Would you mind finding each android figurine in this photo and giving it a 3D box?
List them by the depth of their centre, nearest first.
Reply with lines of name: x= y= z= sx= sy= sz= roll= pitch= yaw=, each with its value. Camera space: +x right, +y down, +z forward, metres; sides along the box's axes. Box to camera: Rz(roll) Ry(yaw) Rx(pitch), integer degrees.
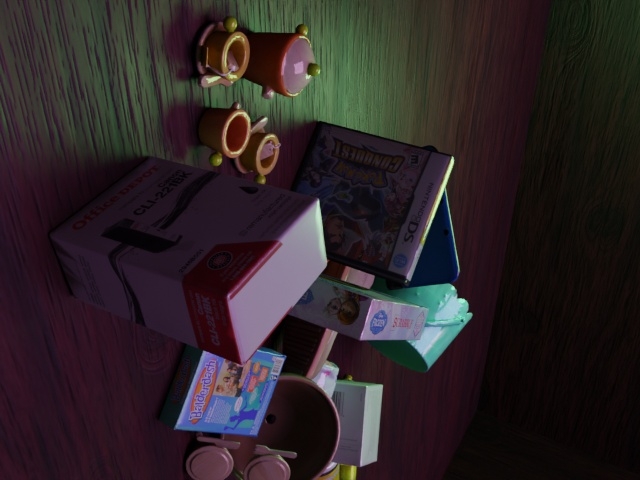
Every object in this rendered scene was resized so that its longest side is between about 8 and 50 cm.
android figurine: x=0.074 y=0.495 z=1.890 sx=0.248 sy=0.056 sz=0.272 roll=58 pitch=33 yaw=-82

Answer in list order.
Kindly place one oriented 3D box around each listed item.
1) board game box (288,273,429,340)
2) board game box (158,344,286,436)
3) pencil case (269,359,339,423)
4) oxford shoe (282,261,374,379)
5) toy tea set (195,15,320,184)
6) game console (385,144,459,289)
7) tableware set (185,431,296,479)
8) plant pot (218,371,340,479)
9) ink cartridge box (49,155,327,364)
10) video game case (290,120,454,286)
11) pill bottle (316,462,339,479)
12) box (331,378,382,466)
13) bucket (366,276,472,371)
board game box: x=-0.012 y=0.088 z=1.193 sx=0.318 sy=0.319 sz=0.066 roll=18 pitch=89 yaw=-67
board game box: x=-0.166 y=0.255 z=1.249 sx=0.210 sy=0.047 sz=0.160 roll=26 pitch=83 yaw=-51
pencil case: x=-0.053 y=0.379 z=1.559 sx=0.124 sy=0.113 sz=0.273 roll=21 pitch=87 yaw=-32
oxford shoe: x=0.042 y=0.116 z=1.490 sx=0.146 sy=0.140 sz=0.397 roll=26 pitch=83 yaw=-39
toy tea set: x=-0.089 y=-0.168 z=1.083 sx=0.200 sy=0.124 sz=0.336 roll=-35 pitch=137 yaw=-53
game console: x=0.215 y=-0.045 z=1.600 sx=0.250 sy=0.173 sz=0.293 roll=-3 pitch=84 yaw=-75
tableware set: x=-0.152 y=0.414 z=1.321 sx=0.039 sy=0.194 sz=0.128 roll=-103 pitch=-150 yaw=-66
plant pot: x=-0.088 y=0.371 z=1.417 sx=0.110 sy=0.237 sz=0.237 roll=-166 pitch=-85 yaw=-74
ink cartridge box: x=-0.159 y=0.012 z=0.884 sx=0.197 sy=0.273 sz=0.114 roll=-49 pitch=144 yaw=-41
video game case: x=0.077 y=-0.074 z=1.316 sx=0.248 sy=0.275 sz=0.035 roll=-69 pitch=158 yaw=-7
pill bottle: x=-0.011 y=0.590 z=1.785 sx=0.119 sy=0.119 sz=0.208 roll=-46 pitch=145 yaw=-44
box: x=0.037 y=0.414 z=1.647 sx=0.119 sy=0.181 sz=0.182 roll=21 pitch=72 yaw=-64
bucket: x=0.223 y=0.193 z=1.829 sx=0.183 sy=0.281 sz=0.281 roll=-52 pitch=150 yaw=-19
